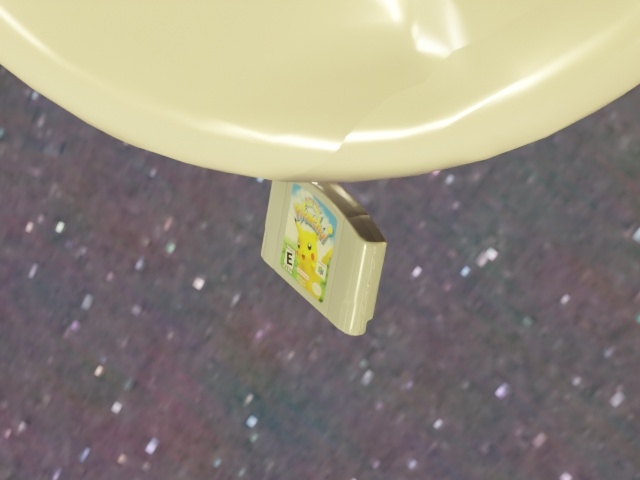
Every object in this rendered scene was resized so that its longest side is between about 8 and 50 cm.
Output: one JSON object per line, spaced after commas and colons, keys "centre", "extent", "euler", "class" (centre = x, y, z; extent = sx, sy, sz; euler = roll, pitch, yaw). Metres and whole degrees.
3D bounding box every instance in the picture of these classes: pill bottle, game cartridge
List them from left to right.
{"centre": [0.000, 0.000, 0.874], "extent": [0.017, 0.056, 0.083], "euler": [-4, -152, -34], "class": "game cartridge"}
{"centre": [0.031, -0.169, 0.547], "extent": [0.224, 0.224, 0.392], "euler": [33, -161, 0], "class": "pill bottle"}
